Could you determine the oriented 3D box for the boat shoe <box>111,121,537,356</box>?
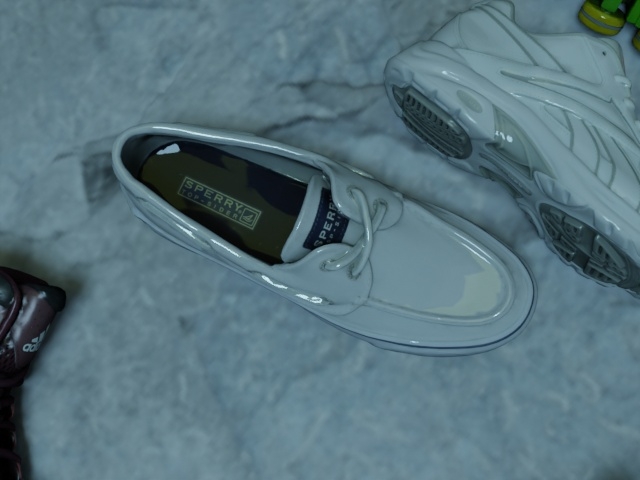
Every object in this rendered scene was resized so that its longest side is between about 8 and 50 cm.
[{"bbox_3d":[0.000,0.000,0.415,0.258,0.084,0.095,16,81,6],"label":"boat shoe"}]

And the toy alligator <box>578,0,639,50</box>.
[{"bbox_3d":[0.183,-0.166,0.454,0.189,0.056,0.051,31,41,9],"label":"toy alligator"}]

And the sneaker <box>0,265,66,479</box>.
[{"bbox_3d":[-0.189,0.106,0.400,0.162,0.106,0.281,-38,79,-7],"label":"sneaker"}]

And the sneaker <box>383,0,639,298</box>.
[{"bbox_3d":[0.153,-0.061,0.417,0.232,0.090,0.115,43,82,9],"label":"sneaker"}]
